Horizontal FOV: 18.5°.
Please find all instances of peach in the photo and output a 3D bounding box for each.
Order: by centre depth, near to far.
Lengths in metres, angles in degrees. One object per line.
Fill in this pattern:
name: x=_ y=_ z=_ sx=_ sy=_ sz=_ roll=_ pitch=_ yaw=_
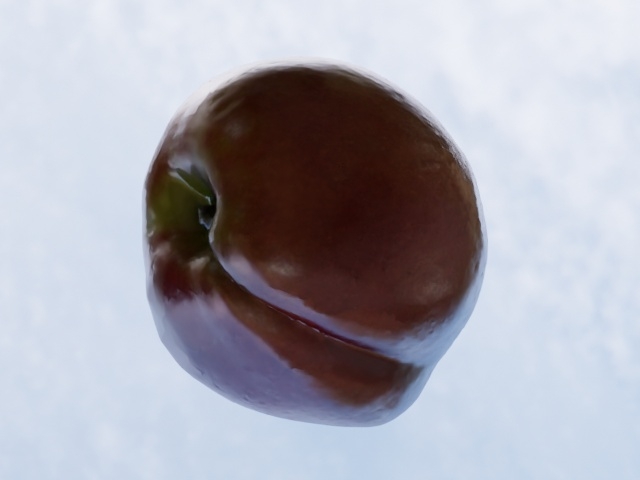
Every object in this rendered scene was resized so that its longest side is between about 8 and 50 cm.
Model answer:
peach: x=0.002 y=-0.001 z=0.529 sx=0.101 sy=0.101 sz=0.100 roll=15 pitch=-114 yaw=-37
